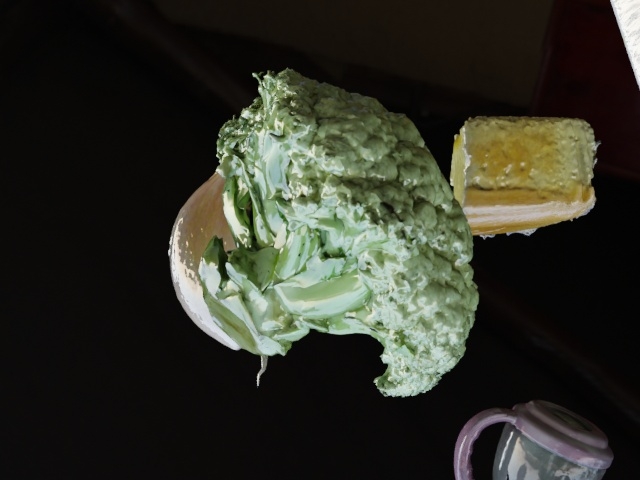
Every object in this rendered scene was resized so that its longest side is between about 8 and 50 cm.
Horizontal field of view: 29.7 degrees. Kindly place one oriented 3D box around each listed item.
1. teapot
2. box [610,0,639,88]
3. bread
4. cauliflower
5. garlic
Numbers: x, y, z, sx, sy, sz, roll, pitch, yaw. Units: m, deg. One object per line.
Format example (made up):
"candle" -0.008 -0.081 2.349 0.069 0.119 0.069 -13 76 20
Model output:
"teapot" 0.222 0.248 1.275 0.148 0.146 0.116 18 -169 -38
"box" 0.282 -0.049 0.622 0.194 0.111 0.260 4 -115 -28
"bread" 0.218 -0.075 1.403 0.169 0.140 0.160 0 175 -13
"cauliflower" 0.000 0.000 1.068 0.250 0.272 0.275 -34 -140 4
"garlic" -0.101 0.049 1.341 0.129 0.148 0.266 -11 -108 -1
